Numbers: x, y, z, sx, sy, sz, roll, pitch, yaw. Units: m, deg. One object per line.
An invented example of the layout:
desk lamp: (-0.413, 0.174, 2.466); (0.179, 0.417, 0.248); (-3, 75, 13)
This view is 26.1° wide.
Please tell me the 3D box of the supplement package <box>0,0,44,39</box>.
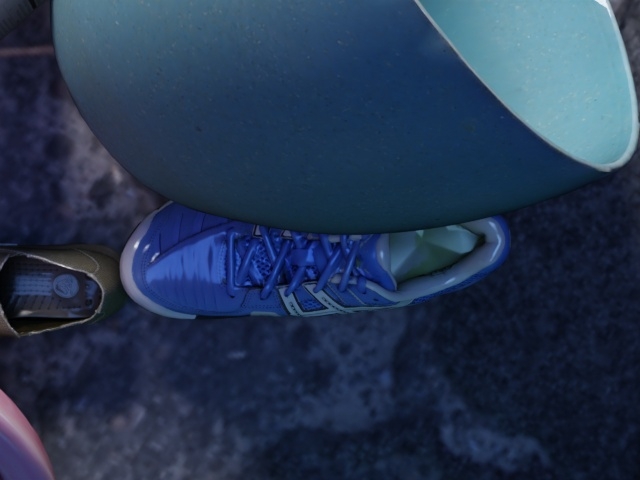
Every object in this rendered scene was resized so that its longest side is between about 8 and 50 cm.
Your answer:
supplement package: (-0.261, -0.095, 0.654); (0.244, 0.139, 0.134); (-43, 99, -5)

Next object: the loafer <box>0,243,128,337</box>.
loafer: (-0.173, 0.025, 0.716); (0.148, 0.050, 0.056); (-8, 93, -8)

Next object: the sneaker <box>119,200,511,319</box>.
sneaker: (0.000, 0.000, 0.723); (0.211, 0.081, 0.080); (-8, 94, -10)

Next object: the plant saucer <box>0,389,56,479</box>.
plant saucer: (-0.285, 0.138, 0.622); (0.332, 0.084, 0.332); (-11, 132, -13)

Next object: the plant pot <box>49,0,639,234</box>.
plant pot: (-0.011, -0.117, 0.644); (0.195, 0.290, 0.290); (-29, 97, 27)
